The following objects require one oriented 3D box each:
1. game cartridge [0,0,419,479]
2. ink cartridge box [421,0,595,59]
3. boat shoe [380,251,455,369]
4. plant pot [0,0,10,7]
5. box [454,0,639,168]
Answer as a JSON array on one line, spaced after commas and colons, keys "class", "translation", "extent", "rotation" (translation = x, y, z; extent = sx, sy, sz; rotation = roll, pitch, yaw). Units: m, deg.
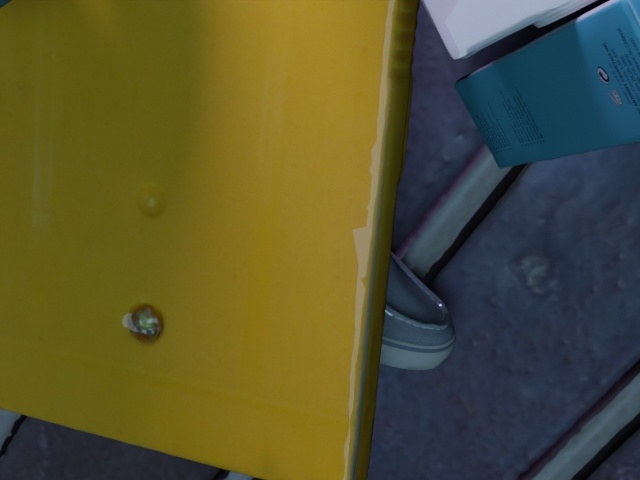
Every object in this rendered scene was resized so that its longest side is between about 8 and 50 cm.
[{"class": "game cartridge", "translation": [-0.091, -0.029, 0.669], "extent": [0.286, 0.053, 0.323], "rotation": [11, 104, 19]}, {"class": "ink cartridge box", "translation": [0.094, -0.226, 0.502], "extent": [0.168, 0.171, 0.232], "rotation": [-25, 98, 20]}, {"class": "boat shoe", "translation": [0.000, -0.001, 0.708], "extent": [0.228, 0.079, 0.081], "rotation": [33, 122, -3]}, {"class": "plant pot", "translation": [-0.231, -0.244, 0.518], "extent": [0.272, 0.271, 0.255], "rotation": [-38, 132, 25]}, {"class": "box", "translation": [0.150, -0.088, 0.532], "extent": [0.101, 0.244, 0.060], "rotation": [-28, 94, -6]}]
